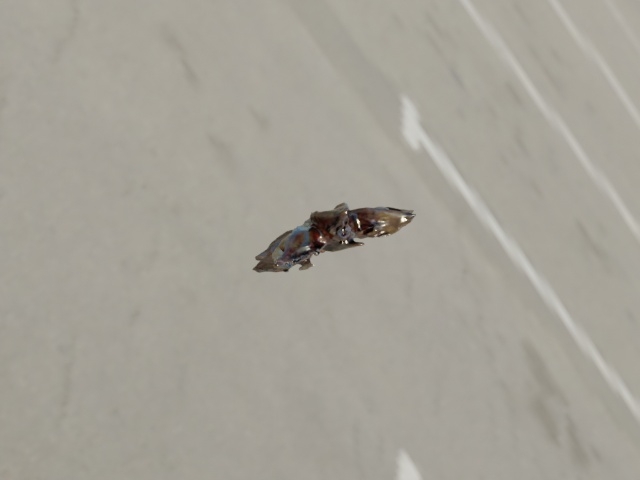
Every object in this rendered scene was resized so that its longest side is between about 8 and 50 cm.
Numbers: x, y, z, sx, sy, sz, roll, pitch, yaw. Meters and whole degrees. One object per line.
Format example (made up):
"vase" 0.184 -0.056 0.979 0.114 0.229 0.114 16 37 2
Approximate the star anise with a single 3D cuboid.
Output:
"star anise" -0.001 -0.004 1.942 0.157 0.212 0.053 0 73 -74
